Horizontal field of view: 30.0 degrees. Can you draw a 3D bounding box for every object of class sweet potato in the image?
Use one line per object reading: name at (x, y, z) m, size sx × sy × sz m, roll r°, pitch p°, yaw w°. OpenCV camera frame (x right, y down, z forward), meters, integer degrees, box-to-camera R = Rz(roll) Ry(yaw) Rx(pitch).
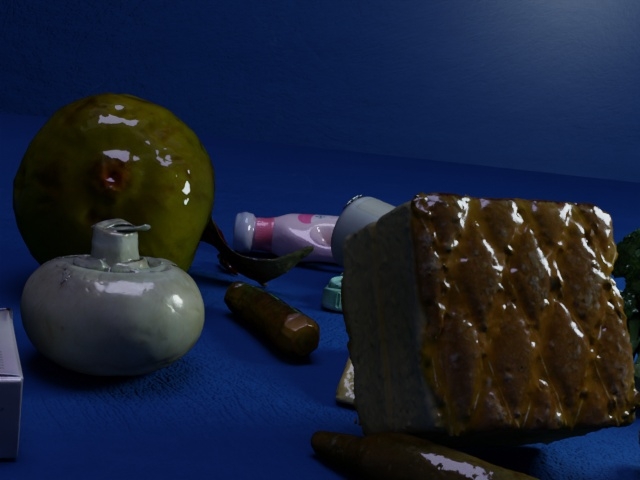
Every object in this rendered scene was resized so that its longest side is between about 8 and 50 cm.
sweet potato at (0.116, 0.254, 1.257) m, size 0.346 × 0.079 × 0.108 m, roll 13°, pitch -15°, yaw 32°

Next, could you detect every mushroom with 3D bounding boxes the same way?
mushroom at (-0.271, 0.073, 1.586) m, size 0.246 × 0.202 × 0.246 m, roll 4°, pitch 2°, yaw 0°

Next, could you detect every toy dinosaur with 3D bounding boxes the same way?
toy dinosaur at (-0.159, -0.027, 2.098) m, size 0.113 × 0.206 × 0.327 m, roll -46°, pitch 29°, yaw -19°

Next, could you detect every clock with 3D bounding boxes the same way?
clock at (0.054, 0.088, 2.026) m, size 0.101 × 0.041 × 0.135 m, roll 6°, pitch 12°, yaw 1°

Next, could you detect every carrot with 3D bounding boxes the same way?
carrot at (-0.077, 0.115, 1.795) m, size 0.070 × 0.070 × 0.260 m, roll 0°, pitch 13°, yaw -28°

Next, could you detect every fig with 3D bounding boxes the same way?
fig at (-0.326, -0.060, 1.929) m, size 0.343 × 0.343 × 0.343 m, roll 6°, pitch 12°, yaw -1°

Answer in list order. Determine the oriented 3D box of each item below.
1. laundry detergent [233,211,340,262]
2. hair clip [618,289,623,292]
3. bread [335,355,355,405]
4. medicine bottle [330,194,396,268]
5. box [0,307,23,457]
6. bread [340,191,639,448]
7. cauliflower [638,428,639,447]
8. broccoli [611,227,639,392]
laundry detergent at (0.000, 0.000, 2.298) m, size 0.335 × 0.088 × 0.159 m, roll 5°, pitch 21°, yaw 1°
hair clip at (0.404, 0.127, 2.023) m, size 0.229 × 0.070 × 0.039 m, roll -5°, pitch 18°, yaw -13°
bread at (0.135, 0.125, 1.626) m, size 0.167 × 0.163 × 0.264 m, roll 10°, pitch 14°, yaw 14°
medicine bottle at (0.153, 0.026, 2.097) m, size 0.258 × 0.143 × 0.143 m, roll 25°, pitch 21°, yaw 38°
box at (-0.447, 0.153, 1.345) m, size 0.203 × 0.106 × 0.251 m, roll 3°, pitch 12°, yaw -19°
bread at (0.190, 0.101, 1.384) m, size 0.279 × 0.279 × 0.207 m, roll -1°, pitch -13°, yaw -27°
cauliflower at (0.522, 0.223, 1.403) m, size 0.256 × 0.239 × 0.315 m, roll 34°, pitch -7°, yaw 39°
broccoli at (0.530, 0.121, 1.701) m, size 0.275 × 0.308 × 0.308 m, roll -47°, pitch 37°, yaw -17°
